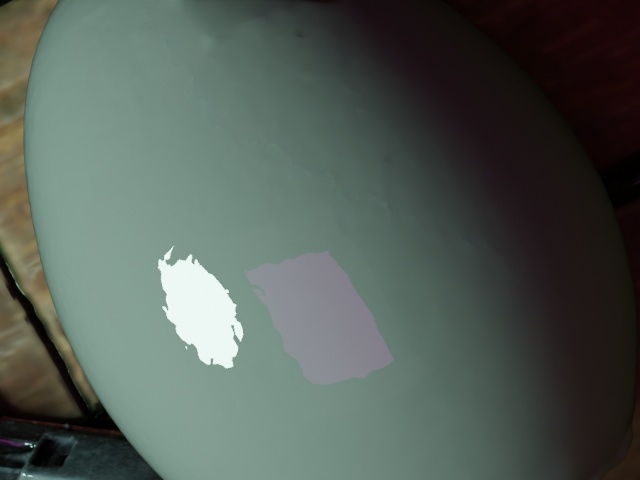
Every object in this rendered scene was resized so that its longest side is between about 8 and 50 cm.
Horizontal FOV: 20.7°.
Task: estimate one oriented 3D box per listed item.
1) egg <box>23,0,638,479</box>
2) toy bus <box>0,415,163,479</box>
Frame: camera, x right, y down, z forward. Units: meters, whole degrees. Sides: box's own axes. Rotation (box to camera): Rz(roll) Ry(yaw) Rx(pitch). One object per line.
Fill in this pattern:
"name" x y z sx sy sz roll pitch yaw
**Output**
"egg" 0.000 0.000 0.570 0.176 0.176 0.232 -32 90 17
"toy bus" -0.104 0.108 0.679 0.192 0.065 0.077 6 115 8
